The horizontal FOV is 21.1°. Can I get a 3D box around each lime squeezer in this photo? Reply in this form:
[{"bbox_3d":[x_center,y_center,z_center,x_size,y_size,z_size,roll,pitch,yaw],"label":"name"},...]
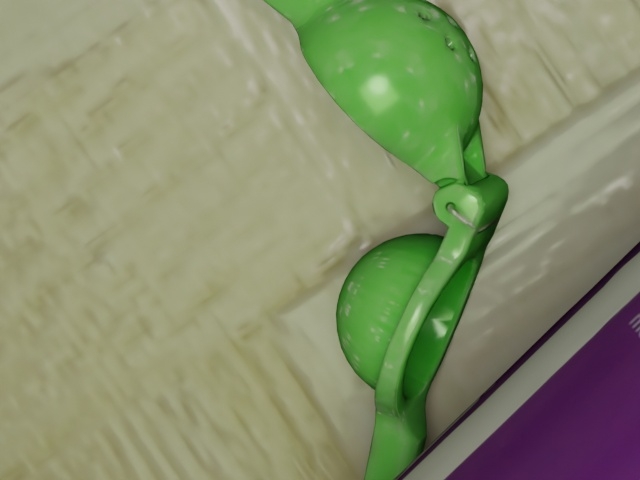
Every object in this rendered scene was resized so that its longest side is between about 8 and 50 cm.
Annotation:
[{"bbox_3d":[0.000,0.000,0.485,0.110,0.059,0.310,-13,97,5],"label":"lime squeezer"}]

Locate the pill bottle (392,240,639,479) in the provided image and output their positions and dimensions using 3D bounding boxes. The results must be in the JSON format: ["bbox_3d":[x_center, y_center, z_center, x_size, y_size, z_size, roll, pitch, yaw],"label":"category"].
[{"bbox_3d":[0.156,0.049,0.416,0.181,0.181,0.323,45,98,-2],"label":"pill bottle"}]
